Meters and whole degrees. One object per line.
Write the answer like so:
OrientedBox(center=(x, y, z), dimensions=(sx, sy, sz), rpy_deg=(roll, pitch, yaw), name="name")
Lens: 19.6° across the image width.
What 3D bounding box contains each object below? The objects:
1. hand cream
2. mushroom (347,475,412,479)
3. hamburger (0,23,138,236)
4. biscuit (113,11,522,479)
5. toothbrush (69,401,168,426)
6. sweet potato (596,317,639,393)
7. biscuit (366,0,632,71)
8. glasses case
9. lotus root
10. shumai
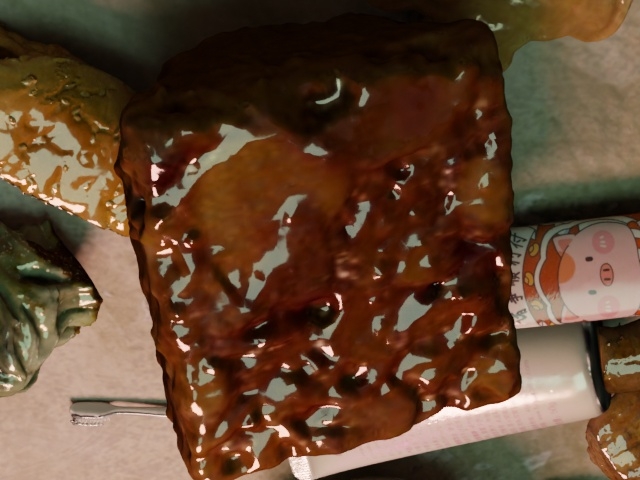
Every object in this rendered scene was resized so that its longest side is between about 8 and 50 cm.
OrientedBox(center=(0.120, 0.152, 1.927), dimensions=(0.359, 0.118, 0.185), rpy_deg=(-11, 124, 12), name="hand cream")
OrientedBox(center=(0.074, 0.415, 2.054), dimensions=(0.298, 0.297, 0.290), rpy_deg=(-17, 157, 10), name="mushroom")
OrientedBox(center=(-0.227, -0.098, 1.662), dimensions=(0.262, 0.124, 0.131), rpy_deg=(29, 120, -28), name="hamburger")
OrientedBox(center=(0.000, 0.000, 1.643), dimensions=(0.343, 0.166, 0.395), rpy_deg=(-12, 122, -12), name="biscuit")
OrientedBox(center=(-0.124, 0.188, 1.987), dimensions=(0.288, 0.021, 0.024), rpy_deg=(1, 142, -5), name="toothbrush")
OrientedBox(center=(0.405, 0.104, 1.908), dimensions=(0.286, 0.085, 0.112), rpy_deg=(-1, 132, -29), name="sweet potato")
OrientedBox(center=(0.166, -0.278, 1.588), dimensions=(0.269, 0.051, 0.376), rpy_deg=(10, 130, -11), name="biscuit")
OrientedBox(center=(0.275, 0.027, 1.827), dimensions=(0.267, 0.067, 0.103), rpy_deg=(-8, 91, 1), name="glasses case")
OrientedBox(center=(0.352, 0.205, 1.965), dimensions=(0.135, 0.095, 0.159), rpy_deg=(-36, 143, -20), name="lotus root")
OrientedBox(center=(-0.303, 0.060, 1.817), dimensions=(0.142, 0.184, 0.184), rpy_deg=(-3, 139, -43), name="shumai")
